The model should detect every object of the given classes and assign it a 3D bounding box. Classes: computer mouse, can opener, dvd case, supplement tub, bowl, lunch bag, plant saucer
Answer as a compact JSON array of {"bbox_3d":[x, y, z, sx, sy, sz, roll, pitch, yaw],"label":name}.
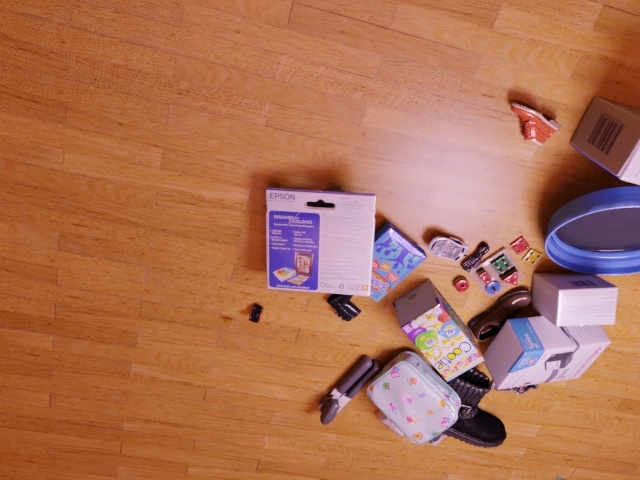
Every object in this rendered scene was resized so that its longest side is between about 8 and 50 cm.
[{"bbox_3d":[0.405,0.025,1.651,0.192,0.042,0.106,20,120,-21],"label":"computer mouse"},{"bbox_3d":[0.096,0.516,1.859,0.076,0.095,0.283,32,112,-20],"label":"can opener"},{"bbox_3d":[0.431,0.703,2.032,0.087,0.013,0.119,33,110,-20],"label":"dvd case"},{"bbox_3d":[0.264,0.636,1.951,0.071,0.071,0.107,-39,114,15],"label":"supplement tub"},{"bbox_3d":[0.831,-0.021,1.529,0.390,0.077,0.391,7,152,4],"label":"bowl"},{"bbox_3d":[0.314,0.515,1.810,0.279,0.108,0.224,44,114,4],"label":"lunch bag"},{"bbox_3d":[-0.029,-0.103,1.560,0.191,0.018,0.067,-11,119,1],"label":"plant saucer"}]

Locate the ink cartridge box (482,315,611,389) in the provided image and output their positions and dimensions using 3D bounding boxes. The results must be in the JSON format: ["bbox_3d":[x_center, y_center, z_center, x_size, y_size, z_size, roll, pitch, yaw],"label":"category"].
[{"bbox_3d":[0.707,0.347,1.737,0.307,0.129,0.223,-3,137,-15],"label":"ink cartridge box"}]

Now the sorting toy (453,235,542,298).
[{"bbox_3d":[0.558,0.106,1.701,0.274,0.046,0.132,-36,115,14],"label":"sorting toy"}]

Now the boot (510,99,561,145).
[{"bbox_3d":[0.558,-0.312,1.471,0.157,0.059,0.085,26,118,-18],"label":"boot"}]

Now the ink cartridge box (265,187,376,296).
[{"bbox_3d":[0.000,0.000,1.544,0.303,0.072,0.307,4,110,6],"label":"ink cartridge box"}]

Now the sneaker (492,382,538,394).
[{"bbox_3d":[0.680,0.503,1.913,0.157,0.065,0.061,-10,119,1],"label":"sneaker"}]

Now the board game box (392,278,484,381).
[{"bbox_3d":[0.370,0.284,1.728,0.144,0.142,0.275,-35,115,14],"label":"board game box"}]

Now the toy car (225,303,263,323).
[{"bbox_3d":[-0.233,0.232,1.726,0.122,0.060,0.040,-3,164,16],"label":"toy car"}]

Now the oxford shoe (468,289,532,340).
[{"bbox_3d":[0.585,0.246,1.752,0.083,0.096,0.227,40,107,-21],"label":"oxford shoe"}]

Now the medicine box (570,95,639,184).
[{"bbox_3d":[0.856,-0.236,1.415,0.289,0.263,0.149,14,116,-11],"label":"medicine box"}]

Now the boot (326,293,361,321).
[{"bbox_3d":[0.090,0.196,1.714,0.121,0.045,0.099,-34,113,23],"label":"boot"}]

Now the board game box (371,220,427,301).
[{"bbox_3d":[0.183,0.065,1.625,0.160,0.047,0.210,36,112,-23],"label":"board game box"}]

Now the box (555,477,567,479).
[{"bbox_3d":[1.044,1.050,2.239,0.244,0.060,0.101,22,114,-16],"label":"box"}]

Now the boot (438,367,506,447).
[{"bbox_3d":[0.534,0.566,1.899,0.347,0.131,0.260,17,116,-12],"label":"boot"}]

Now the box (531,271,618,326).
[{"bbox_3d":[0.763,0.173,1.666,0.180,0.182,0.119,-2,103,-3],"label":"box"}]
